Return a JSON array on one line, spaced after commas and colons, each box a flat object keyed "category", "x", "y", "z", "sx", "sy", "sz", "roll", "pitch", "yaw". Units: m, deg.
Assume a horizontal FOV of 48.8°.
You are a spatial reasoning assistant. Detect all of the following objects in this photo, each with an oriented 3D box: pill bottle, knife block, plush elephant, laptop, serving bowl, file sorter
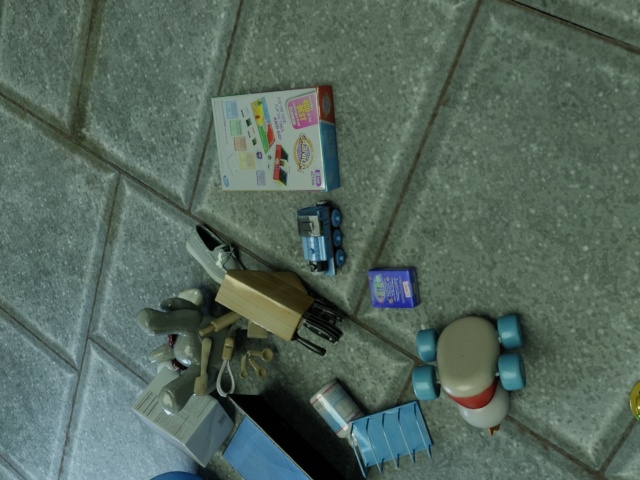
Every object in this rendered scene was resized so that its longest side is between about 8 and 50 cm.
[{"category": "pill bottle", "x": 0.054, "y": 0.434, "z": 1.761, "sx": 0.160, "sy": 0.087, "sz": 0.087, "roll": 49, "pitch": 123, "yaw": 12}, {"category": "knife block", "x": -0.087, "y": 0.179, "z": 1.697, "sx": 0.242, "sy": 0.275, "sz": 0.088, "roll": 55, "pitch": 130, "yaw": 45}, {"category": "plush elephant", "x": -0.349, "y": 0.274, "z": 1.891, "sx": 0.255, "sy": 0.330, "sz": 0.272, "roll": -20, "pitch": 93, "yaw": 57}, {"category": "laptop", "x": -0.119, "y": 0.617, "z": 1.843, "sx": 0.382, "sy": 0.408, "sz": 0.236, "roll": 39, "pitch": 87, "yaw": 18}, {"category": "serving bowl", "x": -0.463, "y": 0.400, "z": 2.124, "sx": 0.083, "sy": 0.027, "sz": 0.083, "roll": 9, "pitch": 107, "yaw": 31}, {"category": "file sorter", "x": 0.164, "y": 0.467, "z": 1.650, "sx": 0.170, "sy": 0.104, "sz": 0.118, "roll": -19, "pitch": 92, "yaw": 8}]

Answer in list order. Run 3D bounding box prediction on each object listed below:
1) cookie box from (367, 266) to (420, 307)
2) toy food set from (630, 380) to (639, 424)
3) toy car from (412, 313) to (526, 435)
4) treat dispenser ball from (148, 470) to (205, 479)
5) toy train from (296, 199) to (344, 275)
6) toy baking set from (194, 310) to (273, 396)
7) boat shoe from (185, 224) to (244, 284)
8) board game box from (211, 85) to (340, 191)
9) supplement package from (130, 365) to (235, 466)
[{"category": "cookie box", "x": 0.169, "y": 0.109, "z": 1.625, "sx": 0.107, "sy": 0.040, "sz": 0.092, "roll": -2, "pitch": 102, "yaw": 34}, {"category": "toy food set", "x": 0.687, "y": 0.358, "z": 1.338, "sx": 0.218, "sy": 0.071, "sz": 0.128, "roll": 44, "pitch": 122, "yaw": 15}, {"category": "toy car", "x": 0.341, "y": 0.307, "z": 1.513, "sx": 0.219, "sy": 0.210, "sz": 0.238, "roll": -13, "pitch": 124, "yaw": 22}, {"category": "treat dispenser ball", "x": -0.426, "y": 0.824, "z": 2.058, "sx": 0.288, "sy": 0.288, "sz": 0.288, "roll": 9, "pitch": 108, "yaw": 31}, {"category": "toy train", "x": 0.000, "y": 0.000, "z": 1.666, "sx": 0.080, "sy": 0.105, "sz": 0.184, "roll": 2, "pitch": 104, "yaw": 33}, {"category": "toy baking set", "x": -0.222, "y": 0.283, "z": 1.794, "sx": 0.030, "sy": 0.256, "sz": 0.197, "roll": -18, "pitch": 92, "yaw": 57}, {"category": "boat shoe", "x": -0.270, "y": 0.041, "z": 1.869, "sx": 0.227, "sy": 0.079, "sz": 0.081, "roll": 40, "pitch": 125, "yaw": 22}, {"category": "board game box", "x": -0.112, "y": -0.239, "z": 1.698, "sx": 0.316, "sy": 0.064, "sz": 0.242, "roll": 3, "pitch": 105, "yaw": 32}, {"category": "supplement package", "x": -0.381, "y": 0.493, "z": 1.976, "sx": 0.203, "sy": 0.149, "sz": 0.194, "roll": 26, "pitch": 153, "yaw": 25}]
